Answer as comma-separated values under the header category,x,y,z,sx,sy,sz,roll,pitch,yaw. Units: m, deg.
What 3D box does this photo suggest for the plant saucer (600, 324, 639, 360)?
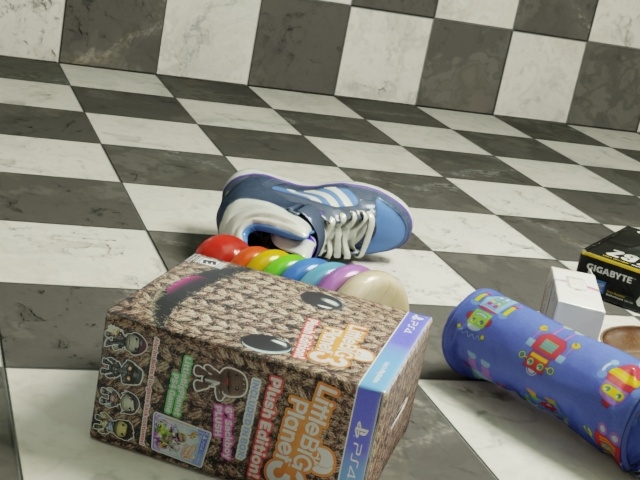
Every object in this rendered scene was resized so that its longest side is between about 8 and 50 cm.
category,x,y,z,sx,sy,sz,roll,pitch,yaw
plant saucer,0.459,0.166,1.500,0.199,0.036,0.198,10,17,-3

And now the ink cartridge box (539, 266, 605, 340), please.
category,x,y,z,sx,sy,sz,roll,pitch,yaw
ink cartridge box,0.341,0.111,1.594,0.067,0.115,0.198,12,17,5

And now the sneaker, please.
category,x,y,z,sx,sy,sz,roll,pitch,yaw
sneaker,0.000,-0.001,1.751,0.323,0.130,0.236,12,27,-12

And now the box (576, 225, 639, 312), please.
category,x,y,z,sx,sy,sz,roll,pitch,yaw
box,0.621,0.075,1.940,0.322,0.079,0.257,21,22,28

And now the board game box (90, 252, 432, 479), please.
category,x,y,z,sx,sy,sz,roll,pitch,yaw
board game box,-0.055,0.142,1.215,0.291,0.141,0.232,15,18,12

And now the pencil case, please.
category,x,y,z,sx,sy,sz,roll,pitch,yaw
pencil case,0.290,0.164,1.390,0.306,0.119,0.133,28,-17,44

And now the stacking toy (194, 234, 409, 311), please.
category,x,y,z,sx,sy,sz,roll,pitch,yaw
stacking toy,-0.045,0.063,1.498,0.141,0.141,0.330,-6,21,-44
